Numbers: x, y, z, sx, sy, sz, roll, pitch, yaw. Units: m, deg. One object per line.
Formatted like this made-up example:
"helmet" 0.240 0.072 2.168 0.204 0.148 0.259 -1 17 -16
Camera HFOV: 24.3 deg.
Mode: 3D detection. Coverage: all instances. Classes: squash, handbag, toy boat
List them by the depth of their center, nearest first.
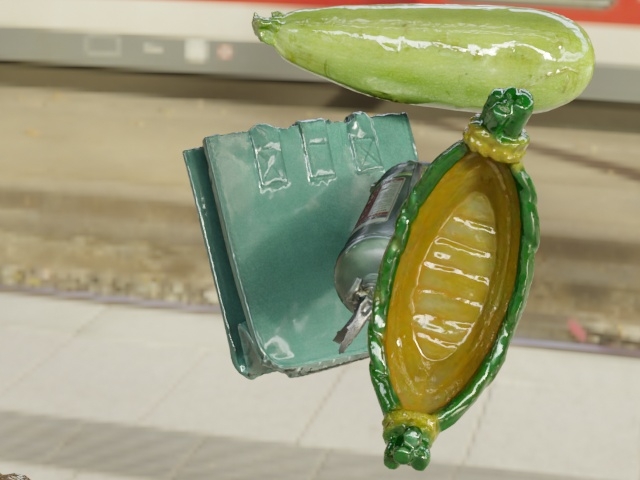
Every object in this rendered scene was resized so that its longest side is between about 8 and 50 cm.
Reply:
"toy boat" 0.078 0.021 0.864 0.089 0.229 0.088 16 7 4
"squash" 0.111 -0.196 1.585 0.371 0.118 0.118 2 15 -7
"handbag" -0.002 0.003 1.630 0.269 0.274 0.100 -14 -5 -32

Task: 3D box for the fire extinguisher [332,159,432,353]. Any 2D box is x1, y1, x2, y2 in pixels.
"fire extinguisher" 0.067 0.011 1.431 0.093 0.118 0.294 33 27 -1

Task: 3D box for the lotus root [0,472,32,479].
"lotus root" -0.469 0.480 1.989 0.375 0.390 0.111 -22 37 -12
